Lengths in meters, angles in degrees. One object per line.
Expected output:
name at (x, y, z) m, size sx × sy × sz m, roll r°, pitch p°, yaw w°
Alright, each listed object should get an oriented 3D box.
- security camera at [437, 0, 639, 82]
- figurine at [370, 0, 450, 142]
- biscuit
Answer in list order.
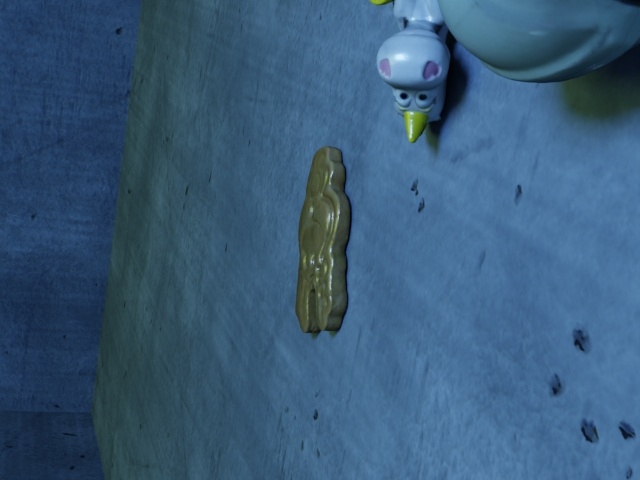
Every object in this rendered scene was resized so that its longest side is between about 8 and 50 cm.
security camera at (0.151, -0.245, 0.677) m, size 0.191 × 0.197 × 0.277 m, roll -27°, pitch 66°, yaw 57°
figurine at (0.099, -0.184, 0.961) m, size 0.129 × 0.109 × 0.178 m, roll 52°, pitch -141°, yaw -80°
biscuit at (0.001, -0.001, 1.253) m, size 0.144 × 0.040 × 0.236 m, roll 167°, pitch 104°, yaw -64°
